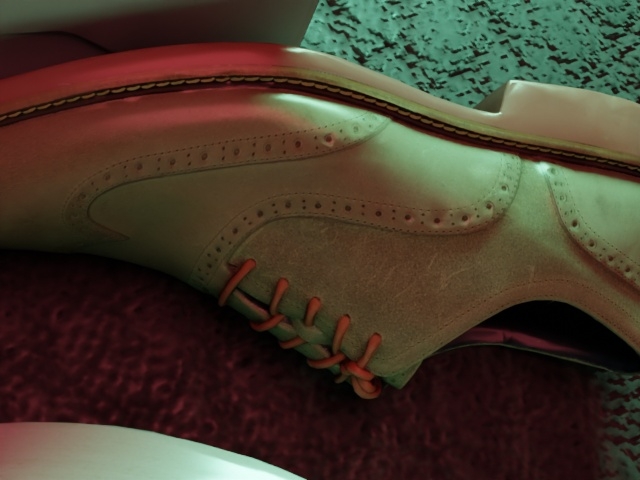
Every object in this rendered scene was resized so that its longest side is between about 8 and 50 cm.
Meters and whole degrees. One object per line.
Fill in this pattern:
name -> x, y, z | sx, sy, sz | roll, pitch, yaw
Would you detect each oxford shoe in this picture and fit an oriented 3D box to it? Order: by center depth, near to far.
oxford shoe -> 0.000, 0.000, 0.526 | 0.348, 0.123, 0.130 | 2, 73, -14

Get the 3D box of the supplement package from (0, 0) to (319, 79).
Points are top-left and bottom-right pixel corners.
supplement package -> -0.140, -0.144, 0.497 | 0.261, 0.204, 0.145 | -6, 70, -17

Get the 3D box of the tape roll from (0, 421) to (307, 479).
tape roll -> -0.083, 0.219, 0.350 | 0.392, 0.072, 0.392 | 8, 40, -7
